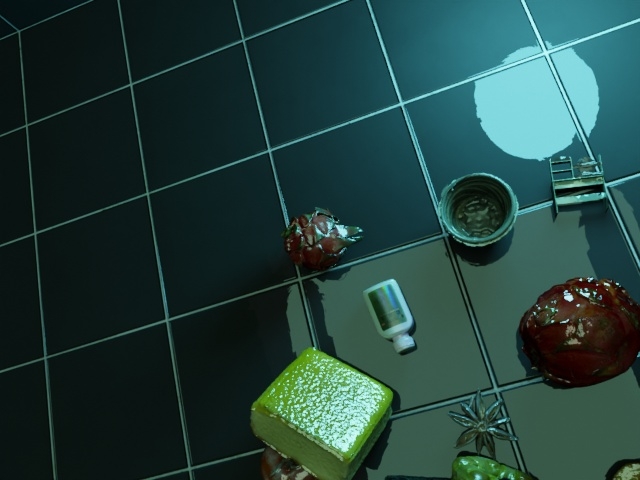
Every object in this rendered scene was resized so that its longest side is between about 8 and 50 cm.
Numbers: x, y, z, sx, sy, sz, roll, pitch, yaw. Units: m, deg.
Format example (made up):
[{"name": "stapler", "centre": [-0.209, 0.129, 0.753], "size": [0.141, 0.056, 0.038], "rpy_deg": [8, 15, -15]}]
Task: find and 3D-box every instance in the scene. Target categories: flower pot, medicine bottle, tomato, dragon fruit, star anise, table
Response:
[{"name": "flower pot", "centre": [0.484, -0.079, 1.797], "size": [0.236, 0.140, 0.235], "rpy_deg": [-5, 71, 15]}, {"name": "medicine bottle", "centre": [0.222, 0.237, 1.812], "size": [0.115, 0.078, 0.219], "rpy_deg": [-24, 69, 6]}, {"name": "tomato", "centre": [-0.061, 0.660, 1.712], "size": [0.232, 0.188, 0.232], "rpy_deg": [-9, 40, 8]}, {"name": "dragon fruit", "centre": [0.000, 0.000, 1.890], "size": [0.274, 0.192, 0.193], "rpy_deg": [4, 116, -18]}, {"name": "star anise", "centre": [0.461, 0.535, 1.671], "size": [0.195, 0.065, 0.182], "rpy_deg": [-35, 73, -1]}, {"name": "dragon fruit", "centre": [0.692, 0.243, 1.564], "size": [0.302, 0.295, 0.295], "rpy_deg": [-21, 70, -3]}, {"name": "table", "centre": [0.781, -0.167, 1.781], "size": [0.146, 0.062, 0.175], "rpy_deg": [-6, 74, 14]}]

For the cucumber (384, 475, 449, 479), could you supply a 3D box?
[{"name": "cucumber", "centre": [0.285, 0.718, 1.665], "size": [0.212, 0.062, 0.077], "rpy_deg": [-2, 75, 15]}]

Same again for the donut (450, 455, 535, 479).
[{"name": "donut", "centre": [0.466, 0.670, 1.548], "size": [0.262, 0.208, 0.128], "rpy_deg": [19, 92, -1]}]

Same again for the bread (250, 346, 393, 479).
[{"name": "bread", "centre": [0.012, 0.489, 1.672], "size": [0.324, 0.333, 0.143], "rpy_deg": [26, 124, 20]}]

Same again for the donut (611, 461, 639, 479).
[{"name": "donut", "centre": [0.850, 0.667, 1.524], "size": [0.162, 0.065, 0.178], "rpy_deg": [-5, 74, 19]}]
